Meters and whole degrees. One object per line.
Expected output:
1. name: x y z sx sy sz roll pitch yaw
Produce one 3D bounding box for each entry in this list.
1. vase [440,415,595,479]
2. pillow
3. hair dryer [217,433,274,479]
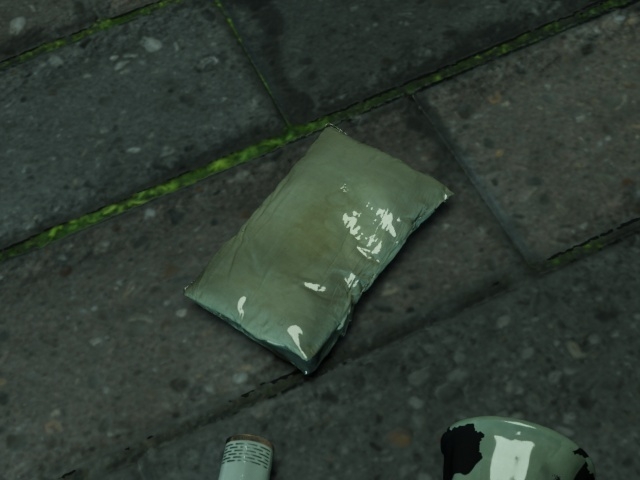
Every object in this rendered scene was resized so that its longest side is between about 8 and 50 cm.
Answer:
1. vase: 0.091 0.294 0.698 0.165 0.165 0.360 10 54 15
2. pillow: 0.000 0.000 0.976 0.148 0.050 0.230 30 61 21
3. hair dryer: 0.003 0.231 0.820 0.183 0.044 0.155 5 58 9
